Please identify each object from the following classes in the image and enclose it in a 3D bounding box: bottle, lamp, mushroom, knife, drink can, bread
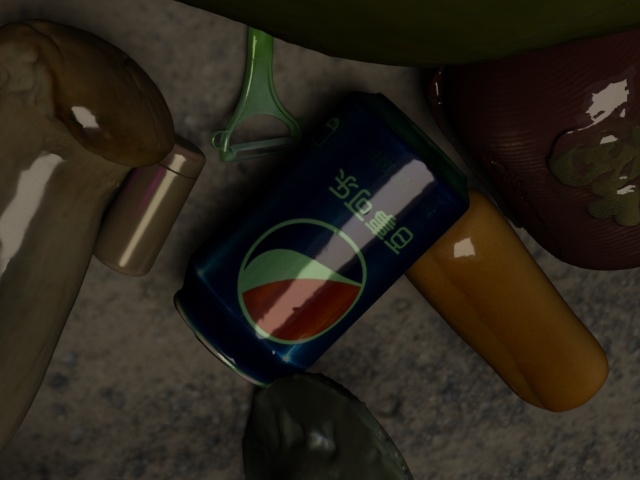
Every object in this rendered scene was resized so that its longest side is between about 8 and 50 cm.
[{"bbox_3d":[-0.116,-0.025,0.669,0.045,0.045,0.096,25,103,-29],"label":"bottle"},{"bbox_3d":[0.185,-0.080,0.682,0.180,0.180,0.258,-40,123,2],"label":"lamp"},{"bbox_3d":[-0.230,0.052,0.617,0.154,0.137,0.407,35,107,-18],"label":"mushroom"},{"bbox_3d":[-0.038,-0.133,0.654,0.078,0.023,0.166,-17,123,-39],"label":"knife"},{"bbox_3d":[0.000,0.000,0.683,0.205,0.118,0.118,-46,122,7],"label":"drink can"},{"bbox_3d":[0.146,0.057,0.779,0.093,0.074,0.239,-16,131,37],"label":"bread"}]

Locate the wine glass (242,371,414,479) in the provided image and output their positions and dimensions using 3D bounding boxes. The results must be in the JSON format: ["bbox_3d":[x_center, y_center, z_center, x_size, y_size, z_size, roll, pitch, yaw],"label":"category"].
[{"bbox_3d":[-0.132,0.248,0.624,0.406,0.267,0.267,-19,125,-42],"label":"wine glass"}]

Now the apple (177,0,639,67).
[{"bbox_3d":[0.039,-0.285,0.382,0.474,0.473,0.473,-9,118,-16],"label":"apple"}]
